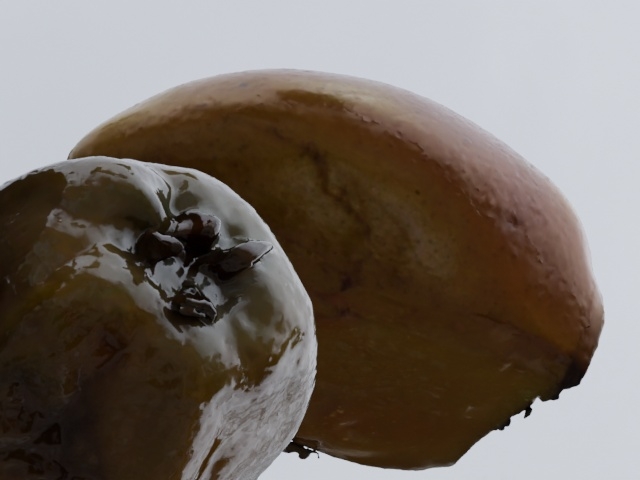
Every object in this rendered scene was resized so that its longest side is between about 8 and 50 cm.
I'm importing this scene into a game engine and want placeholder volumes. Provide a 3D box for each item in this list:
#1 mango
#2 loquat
[{"bbox_3d":[0.000,0.000,0.918,0.257,0.138,0.187,33,-61,-16],"label":"mango"},{"bbox_3d":[-0.064,0.038,0.507,0.137,0.137,0.113,-50,-127,27],"label":"loquat"}]
